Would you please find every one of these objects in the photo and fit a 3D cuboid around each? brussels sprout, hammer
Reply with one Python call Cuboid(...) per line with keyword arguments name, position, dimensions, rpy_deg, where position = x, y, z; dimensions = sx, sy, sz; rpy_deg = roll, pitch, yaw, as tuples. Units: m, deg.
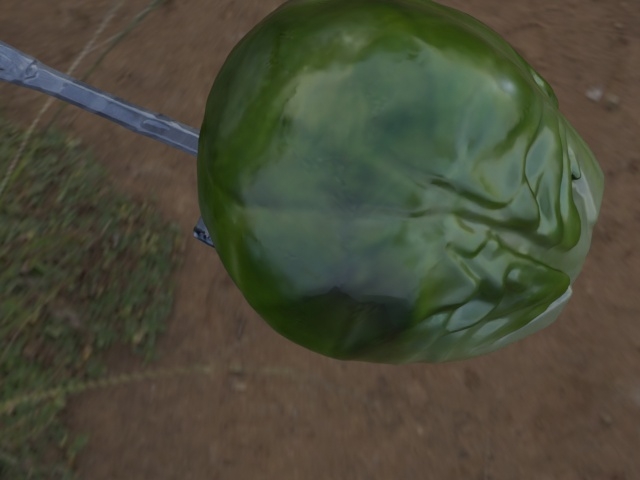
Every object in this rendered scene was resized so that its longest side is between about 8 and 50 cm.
Cuboid(name="brussels sprout", position=(0.065, -0.044, 1.520), dimensions=(0.354, 0.281, 0.289), rpy_deg=(17, 107, -26))
Cuboid(name="hammer", position=(-0.230, -0.126, 1.634), dimensions=(0.426, 0.044, 0.152), rpy_deg=(20, 98, -17))
